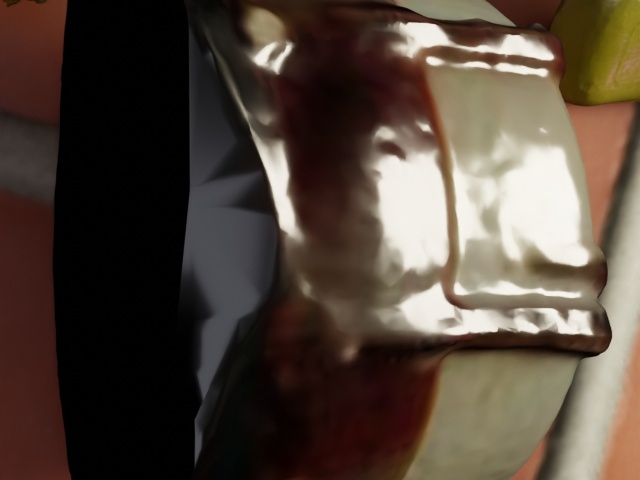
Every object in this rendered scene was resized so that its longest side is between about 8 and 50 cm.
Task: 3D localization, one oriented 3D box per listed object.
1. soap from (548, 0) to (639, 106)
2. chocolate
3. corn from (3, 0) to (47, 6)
[{"bbox_3d":[0.181,-0.109,0.637,0.140,0.089,0.045,-4,48,-16],"label":"soap"},{"bbox_3d":[0.000,0.000,0.491,0.186,0.283,0.284,-2,92,-18],"label":"chocolate"},{"bbox_3d":[-0.226,-0.156,0.509,0.244,0.093,0.093,6,90,-20],"label":"corn"}]
